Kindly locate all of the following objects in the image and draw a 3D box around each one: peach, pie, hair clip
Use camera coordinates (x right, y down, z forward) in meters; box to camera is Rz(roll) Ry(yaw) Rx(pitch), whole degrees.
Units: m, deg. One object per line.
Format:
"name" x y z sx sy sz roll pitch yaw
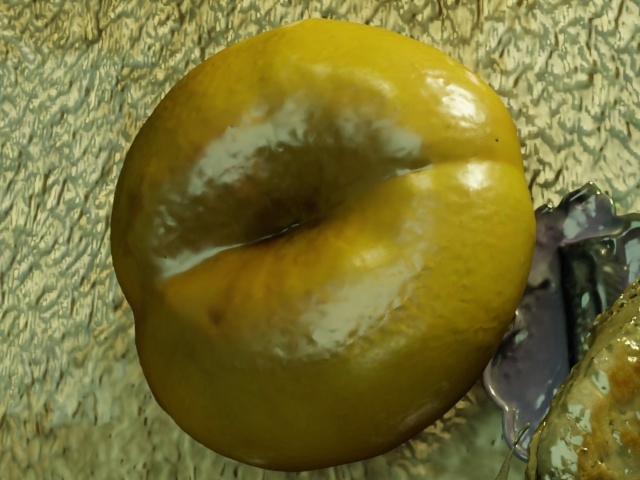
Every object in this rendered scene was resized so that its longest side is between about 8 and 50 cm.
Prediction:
"peach" 0.000 0.000 0.874 0.251 0.153 0.251 -7 78 36
"pie" 0.178 0.105 0.755 0.163 0.079 0.193 43 71 2
"hair clip" 0.141 0.060 0.839 0.124 0.052 0.195 -14 64 18

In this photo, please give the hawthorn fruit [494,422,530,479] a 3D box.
"hawthorn fruit" 0.066 0.203 0.788 0.149 0.149 0.189 -32 44 17
